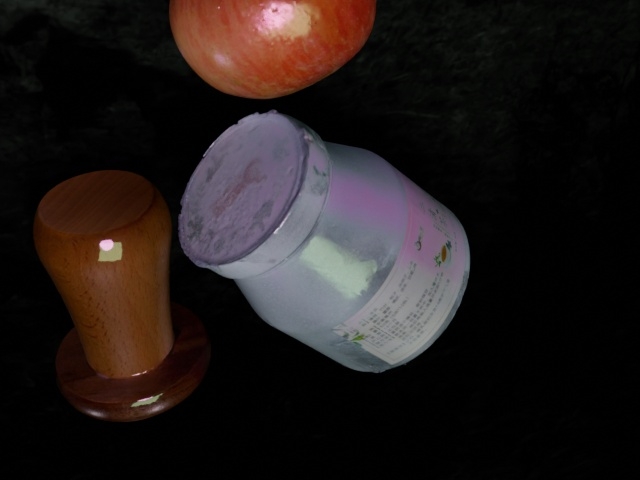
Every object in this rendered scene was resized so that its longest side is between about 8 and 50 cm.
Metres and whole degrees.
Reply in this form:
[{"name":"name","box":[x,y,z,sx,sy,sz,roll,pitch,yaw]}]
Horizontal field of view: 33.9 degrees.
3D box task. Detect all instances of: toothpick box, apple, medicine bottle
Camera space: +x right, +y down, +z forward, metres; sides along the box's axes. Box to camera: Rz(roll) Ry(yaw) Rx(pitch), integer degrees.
[{"name":"toothpick box","box":[-0.235,0.073,1.236,0.192,0.192,0.294,-15,126,-14]},{"name":"apple","box":[-0.053,-0.240,1.044,0.209,0.209,0.164,-34,130,4]},{"name":"medicine bottle","box":[0.000,0.000,1.244,0.245,0.245,0.290,-46,133,15]}]
